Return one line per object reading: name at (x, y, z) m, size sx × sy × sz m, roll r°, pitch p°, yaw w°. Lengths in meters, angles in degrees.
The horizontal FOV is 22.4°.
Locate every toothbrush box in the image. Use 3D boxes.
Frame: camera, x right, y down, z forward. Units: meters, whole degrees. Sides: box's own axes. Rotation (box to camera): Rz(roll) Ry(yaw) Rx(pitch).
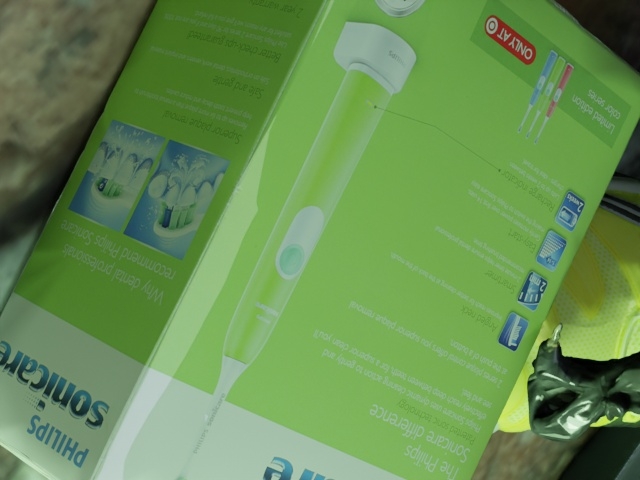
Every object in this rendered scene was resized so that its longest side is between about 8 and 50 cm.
toothbrush box at (0.000, 0.000, 0.742) m, size 0.206 × 0.122 × 0.283 m, roll 28°, pitch 84°, yaw -41°

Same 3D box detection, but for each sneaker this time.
sneaker at (0.229, 0.040, 0.925) m, size 0.384 × 0.147 × 0.145 m, roll -8°, pitch 110°, yaw -36°

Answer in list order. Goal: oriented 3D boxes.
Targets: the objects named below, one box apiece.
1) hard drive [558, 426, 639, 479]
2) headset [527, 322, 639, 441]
hard drive at (0.164, 0.242, 0.994) m, size 0.172 × 0.054 × 0.255 m, roll 42°, pitch 76°, yaw -39°
headset at (0.258, -0.040, 0.837) m, size 0.243 × 0.185 × 0.394 m, roll 52°, pitch 55°, yaw -11°
